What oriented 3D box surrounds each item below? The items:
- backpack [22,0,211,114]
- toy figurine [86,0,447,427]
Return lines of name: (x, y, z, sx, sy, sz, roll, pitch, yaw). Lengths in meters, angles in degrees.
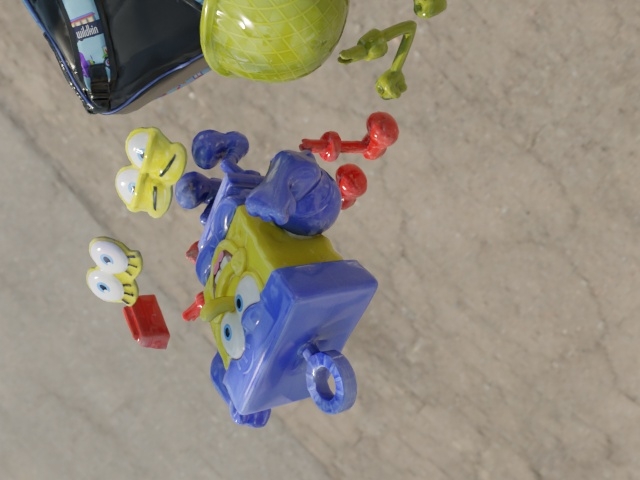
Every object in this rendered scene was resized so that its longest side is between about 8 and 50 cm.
backpack: (-0.145, -0.198, 0.849, 0.173, 0.158, 0.117, 58, -175, -3)
toy figurine: (0.000, 0.000, 0.709, 0.362, 0.191, 0.217, -62, 41, 37)
